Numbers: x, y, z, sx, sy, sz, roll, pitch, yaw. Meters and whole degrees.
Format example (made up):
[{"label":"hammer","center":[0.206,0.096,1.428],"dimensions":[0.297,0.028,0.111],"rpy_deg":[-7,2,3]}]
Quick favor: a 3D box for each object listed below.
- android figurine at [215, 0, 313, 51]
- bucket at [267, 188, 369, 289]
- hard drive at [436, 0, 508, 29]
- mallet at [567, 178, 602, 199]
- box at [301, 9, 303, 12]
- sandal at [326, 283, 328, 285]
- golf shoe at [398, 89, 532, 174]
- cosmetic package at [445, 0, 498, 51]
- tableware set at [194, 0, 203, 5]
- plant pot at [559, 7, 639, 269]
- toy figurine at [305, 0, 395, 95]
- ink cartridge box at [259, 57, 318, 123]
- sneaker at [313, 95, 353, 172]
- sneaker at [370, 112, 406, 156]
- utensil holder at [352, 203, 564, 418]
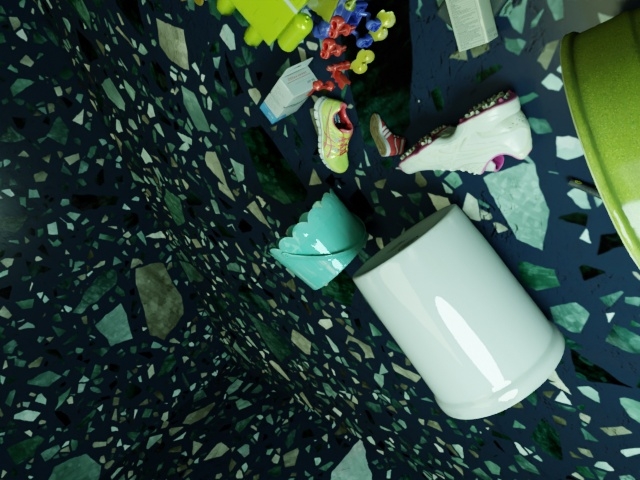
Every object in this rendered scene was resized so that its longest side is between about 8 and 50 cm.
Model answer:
[{"label":"android figurine","center":[-0.111,-0.496,0.844],"dimensions":[0.248,0.056,0.273],"rpy_deg":[47,152,-19]},{"label":"bucket","center":[0.000,0.000,1.304],"dimensions":[0.183,0.281,0.281],"rpy_deg":[44,148,-6]},{"label":"hard drive","center":[0.276,-0.429,0.762],"dimensions":[0.094,0.022,0.135],"rpy_deg":[47,148,6]},{"label":"mallet","center":[0.548,-0.069,0.784],"dimensions":[0.189,0.062,0.039],"rpy_deg":[45,149,37]},{"label":"box","center":[-0.100,-0.599,1.008],"dimensions":[0.126,0.072,0.137],"rpy_deg":[40,146,17]},{"label":"sandal","center":[-0.037,0.064,1.597],"dimensions":[0.102,0.076,0.265],"rpy_deg":[32,167,51]},{"label":"golf shoe","center":[0.291,-0.182,0.910],"dimensions":[0.140,0.115,0.306],"rpy_deg":[53,149,-10]},{"label":"cosmetic package","center":[0.259,-0.397,0.753],"dimensions":[0.060,0.041,0.115],"rpy_deg":[5,126,49]},{"label":"tableware set","center":[-0.369,-0.731,1.254],"dimensions":[0.154,0.024,0.104],"rpy_deg":[8,131,45]},{"label":"plant pot","center":[0.525,-0.157,0.471],"dimensions":[0.353,0.366,0.366],"rpy_deg":[-21,105,44]},{"label":"toy figurine","center":[0.026,-0.498,0.860],"dimensions":[0.217,0.191,0.362],"rpy_deg":[51,147,9]},{"label":"ink cartridge box","center":[-0.076,-0.393,1.151],"dimensions":[0.060,0.104,0.180],"rpy_deg":[54,148,-5]},{"label":"sneaker","center":[0.046,-0.272,1.146],"dimensions":[0.094,0.081,0.208],"rpy_deg":[14,132,40]},{"label":"sneaker","center":[0.166,-0.257,1.060],"dimensions":[0.042,0.067,0.118],"rpy_deg":[132,128,-59]},{"label":"utensil holder","center":[0.308,0.153,1.026],"dimensions":[0.385,0.327,0.327],"rpy_deg":[54,147,-1]}]
